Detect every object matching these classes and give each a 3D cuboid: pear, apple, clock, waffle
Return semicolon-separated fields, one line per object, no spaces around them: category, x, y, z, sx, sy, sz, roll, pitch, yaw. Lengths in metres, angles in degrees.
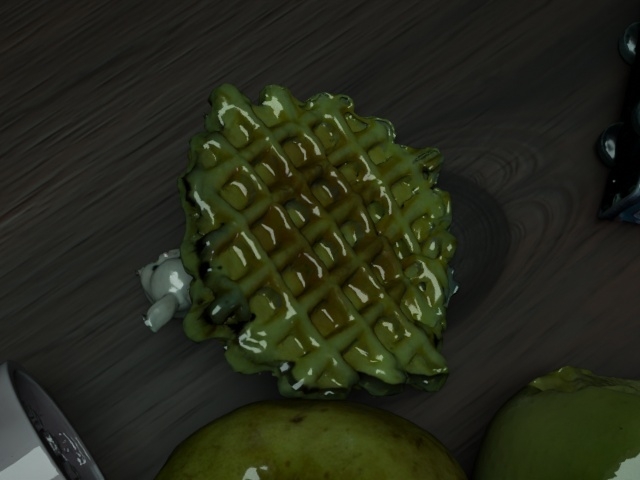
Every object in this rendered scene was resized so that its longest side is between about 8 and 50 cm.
pear;-0.013;0.278;0.868;0.304;0.304;0.303;0;79;-2
apple;0.261;0.230;0.916;0.279;0.279;0.279;0;79;-2
clock;-0.248;0.203;0.925;0.068;0.197;0.197;-34;82;-8
waffle;0.000;0.000;0.988;0.297;0.073;0.317;14;60;-26

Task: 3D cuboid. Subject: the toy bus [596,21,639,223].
toy bus;0.370;-0.137;1.044;0.147;0.128;0.256;15;77;0

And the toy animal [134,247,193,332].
toy animal;-0.137;0.044;0.996;0.071;0.124;0.085;-12;83;-9
